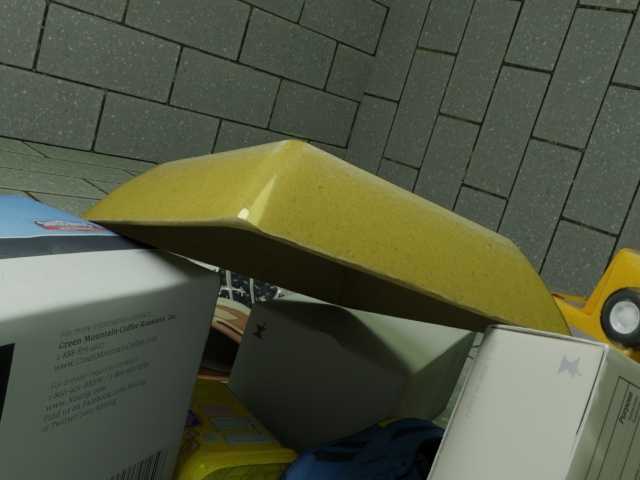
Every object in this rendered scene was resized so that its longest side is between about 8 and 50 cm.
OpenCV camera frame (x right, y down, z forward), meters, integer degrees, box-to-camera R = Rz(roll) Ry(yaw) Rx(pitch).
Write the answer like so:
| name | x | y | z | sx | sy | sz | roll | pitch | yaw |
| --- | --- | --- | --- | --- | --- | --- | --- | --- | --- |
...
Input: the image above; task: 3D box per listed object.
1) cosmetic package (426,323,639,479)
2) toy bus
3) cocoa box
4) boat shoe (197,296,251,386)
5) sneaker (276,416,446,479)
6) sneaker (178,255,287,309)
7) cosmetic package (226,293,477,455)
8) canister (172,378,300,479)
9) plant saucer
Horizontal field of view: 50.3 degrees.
| name | x | y | z | sx | sy | sz | roll | pitch | yaw |
| --- | --- | --- | --- | --- | --- | --- | --- | --- | --- |
| cosmetic package | 0.238 | 0.197 | 0.506 | 0.310 | 0.160 | 0.113 | 30 | -12 | -24 |
| toy bus | 0.252 | 0.166 | 0.662 | 0.108 | 0.332 | 0.130 | 10 | 13 | -31 |
| cocoa box | -0.269 | 0.104 | 0.441 | 0.228 | 0.231 | 0.347 | 19 | 10 | 21 |
| boat shoe | -0.214 | 0.107 | 0.836 | 0.325 | 0.123 | 0.116 | 12 | 14 | -18 |
| sneaker | 0.046 | 0.211 | 0.602 | 0.209 | 0.069 | 0.082 | -13 | 6 | -40 |
| sneaker | -0.166 | 0.076 | 1.096 | 0.283 | 0.110 | 0.122 | 18 | 7 | 6 |
| cosmetic package | 0.059 | 0.157 | 0.882 | 0.197 | 0.155 | 0.366 | 25 | 14 | 23 |
| canister | -0.105 | 0.199 | 0.650 | 0.126 | 0.073 | 0.170 | 9 | 12 | -36 |
| plant saucer | 0.000 | 0.000 | 0.602 | 0.333 | 0.080 | 0.333 | 22 | -11 | -33 |
